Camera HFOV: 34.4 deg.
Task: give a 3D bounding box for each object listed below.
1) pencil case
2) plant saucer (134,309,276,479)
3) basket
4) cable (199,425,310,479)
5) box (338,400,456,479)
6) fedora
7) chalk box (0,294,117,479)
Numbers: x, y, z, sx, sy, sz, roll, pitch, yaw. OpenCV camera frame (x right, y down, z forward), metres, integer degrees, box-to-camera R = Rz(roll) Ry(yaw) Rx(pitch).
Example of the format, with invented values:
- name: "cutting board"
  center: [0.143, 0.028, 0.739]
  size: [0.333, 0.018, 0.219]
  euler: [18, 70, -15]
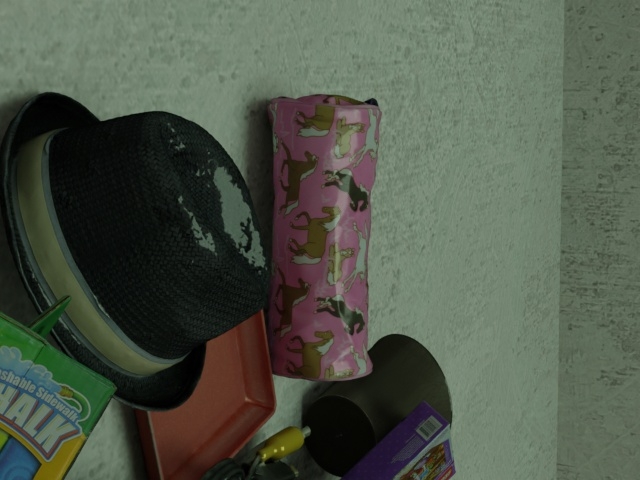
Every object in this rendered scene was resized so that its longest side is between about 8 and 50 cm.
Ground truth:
- name: "pencil case"
  center: [0.000, 0.000, 1.385]
  size: [0.167, 0.160, 0.386]
  euler: [-3, 96, -50]
- name: "plant saucer"
  center: [-0.147, 0.150, 1.233]
  size: [0.258, 0.047, 0.259]
  euler: [-39, 127, -55]
- name: "basket"
  center: [0.084, 0.267, 1.598]
  size: [0.227, 0.154, 0.204]
  euler: [-15, 87, -57]
- name: "cable"
  center: [-0.107, 0.297, 1.285]
  size: [0.139, 0.072, 0.287]
  euler: [-49, 158, 12]
- name: "box"
  center: [0.071, 0.381, 1.489]
  size: [0.293, 0.057, 0.201]
  euler: [-40, 150, -15]
- name: "fedora"
  center: [-0.151, -0.005, 0.987]
  size: [0.334, 0.152, 0.334]
  euler: [55, 24, -39]
- name: "chalk box"
  center: [-0.280, 0.152, 0.751]
  size: [0.179, 0.180, 0.289]
  euler: [32, 51, -9]
